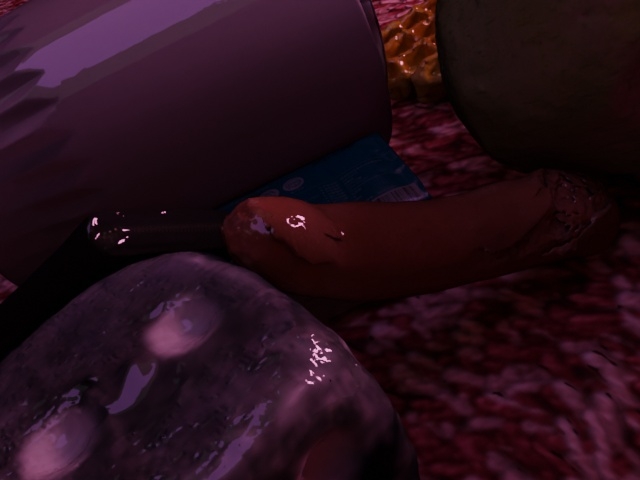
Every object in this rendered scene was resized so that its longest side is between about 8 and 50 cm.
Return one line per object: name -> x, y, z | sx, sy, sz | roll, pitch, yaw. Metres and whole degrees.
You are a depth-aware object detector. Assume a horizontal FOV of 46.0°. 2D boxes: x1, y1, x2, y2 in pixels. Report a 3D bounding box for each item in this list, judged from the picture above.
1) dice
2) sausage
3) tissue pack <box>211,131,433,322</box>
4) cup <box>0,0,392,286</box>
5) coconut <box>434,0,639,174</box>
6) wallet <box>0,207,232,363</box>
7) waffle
dice -> -0.066, 0.129, 0.404 | 0.181, 0.182, 0.183 | 24, 59, 42
sausage -> 0.081, -0.004, 0.484 | 0.304, 0.078, 0.078 | -8, 31, -28
tissue pack -> 0.000, 0.000, 0.600 | 0.169, 0.082, 0.120 | -26, 38, -3
cup -> -0.136, -0.125, 0.674 | 0.371, 0.253, 0.253 | -28, 38, -6
coconut -> 0.245, -0.189, 0.541 | 0.328, 0.281, 0.328 | -18, 1, 0
wallet -> -0.169, 0.053, 0.530 | 0.250, 0.149, 0.044 | -37, 72, 31
waffle -> 0.152, -0.211, 0.791 | 0.211, 0.055, 0.160 | -32, 38, -12
